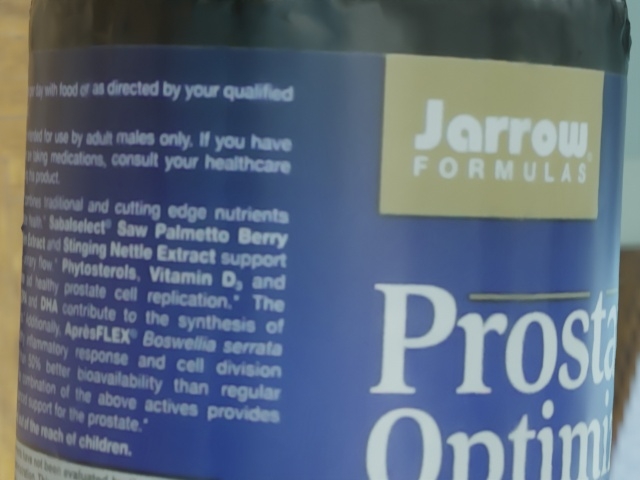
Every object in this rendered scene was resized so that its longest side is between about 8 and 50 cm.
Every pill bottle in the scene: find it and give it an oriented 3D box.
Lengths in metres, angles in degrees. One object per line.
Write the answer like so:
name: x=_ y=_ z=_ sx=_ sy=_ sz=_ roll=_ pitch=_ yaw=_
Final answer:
pill bottle: x=0.000 y=0.000 z=0.406 sx=0.123 sy=0.123 sz=0.219 roll=-3 pitch=96 yaw=-61
